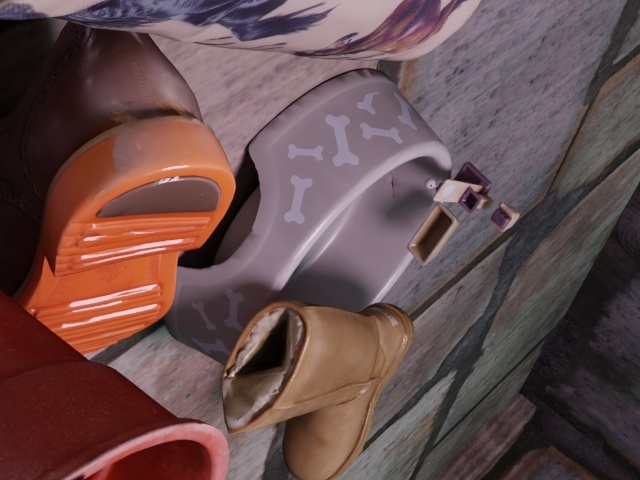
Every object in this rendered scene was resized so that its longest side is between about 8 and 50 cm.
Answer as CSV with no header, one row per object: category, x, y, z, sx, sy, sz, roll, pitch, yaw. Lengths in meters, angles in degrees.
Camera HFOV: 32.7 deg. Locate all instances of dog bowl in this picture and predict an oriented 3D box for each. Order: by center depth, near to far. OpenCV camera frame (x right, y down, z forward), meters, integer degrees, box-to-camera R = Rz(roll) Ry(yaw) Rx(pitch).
dog bowl,0.000,0.000,1.115,0.349,0.102,0.349,-42,158,-21

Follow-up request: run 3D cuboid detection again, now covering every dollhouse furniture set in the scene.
dollhouse furniture set,0.125,-0.013,1.111,0.081,0.091,0.114,3,128,-47

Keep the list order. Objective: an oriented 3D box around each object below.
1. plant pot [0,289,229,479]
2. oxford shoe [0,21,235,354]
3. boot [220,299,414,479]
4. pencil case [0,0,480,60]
plant pot,-0.236,0.114,0.572,0.272,0.265,0.272,-42,159,-20
oxford shoe,-0.164,-0.013,0.716,0.130,0.133,0.363,-9,159,-35
boot,-0.023,0.157,1.080,0.269,0.089,0.236,2,114,-65
pencil case,-0.051,-0.195,0.584,0.159,0.184,0.410,-23,174,30
